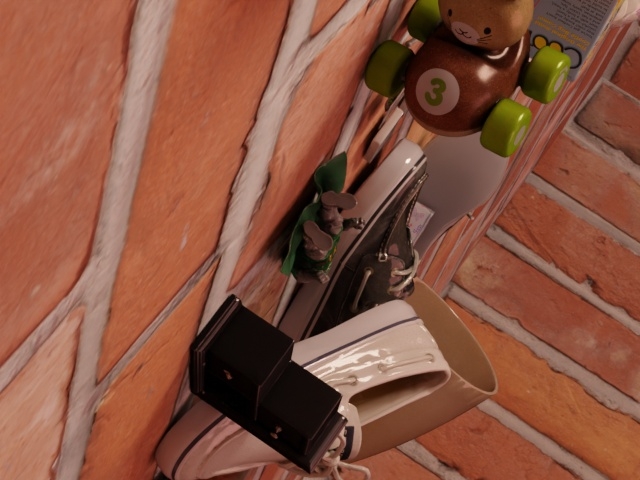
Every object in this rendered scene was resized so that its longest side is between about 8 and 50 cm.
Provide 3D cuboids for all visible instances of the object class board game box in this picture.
[{"bbox_3d":[0.281,-0.326,1.722,0.142,0.144,0.275,-55,173,-32],"label":"board game box"}]

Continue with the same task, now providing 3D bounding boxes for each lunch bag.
[{"bbox_3d":[0.098,-0.020,2.108,0.083,0.071,0.053,-59,175,5],"label":"lunch bag"}]

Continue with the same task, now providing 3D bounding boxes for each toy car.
[{"bbox_3d":[0.139,-0.196,1.457,0.149,0.155,0.188,-52,161,-27],"label":"toy car"}]

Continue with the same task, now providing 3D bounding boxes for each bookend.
[{"bbox_3d":[-0.049,0.148,1.633,0.072,0.157,0.156,-53,172,-20],"label":"bookend"}]

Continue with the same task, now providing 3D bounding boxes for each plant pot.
[{"bbox_3d":[0.093,0.224,2.534,0.274,0.256,0.256,-42,176,16],"label":"plant pot"}]

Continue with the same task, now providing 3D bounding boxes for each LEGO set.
[{"bbox_3d":[0.129,-0.175,1.701,0.182,0.060,0.244,-54,178,-15],"label":"LEGO set"}]

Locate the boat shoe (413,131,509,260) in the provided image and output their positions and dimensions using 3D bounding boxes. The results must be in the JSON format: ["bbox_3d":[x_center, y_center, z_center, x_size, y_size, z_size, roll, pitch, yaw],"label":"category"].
[{"bbox_3d":[0.158,-0.058,2.173,0.306,0.113,0.105,-58,178,32],"label":"boat shoe"}]

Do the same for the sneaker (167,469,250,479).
[{"bbox_3d":[-0.171,0.347,1.861,0.302,0.108,0.121,-50,166,-42],"label":"sneaker"}]

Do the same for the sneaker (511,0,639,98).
[{"bbox_3d":[0.329,-0.296,2.093,0.305,0.152,0.114,-56,174,12],"label":"sneaker"}]

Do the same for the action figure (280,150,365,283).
[{"bbox_3d":[0.000,0.000,1.696,0.137,0.063,0.232,-58,175,-11],"label":"action figure"}]

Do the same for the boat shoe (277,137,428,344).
[{"bbox_3d":[0.064,0.026,1.929,0.121,0.119,0.335,-45,166,-51],"label":"boat shoe"}]

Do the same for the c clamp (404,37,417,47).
[{"bbox_3d":[0.151,-0.272,1.625,0.160,0.022,0.137,-60,170,29],"label":"c clamp"}]

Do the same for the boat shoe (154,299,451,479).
[{"bbox_3d":[0.000,0.206,1.806,0.367,0.156,0.136,-24,153,-33],"label":"boat shoe"}]
